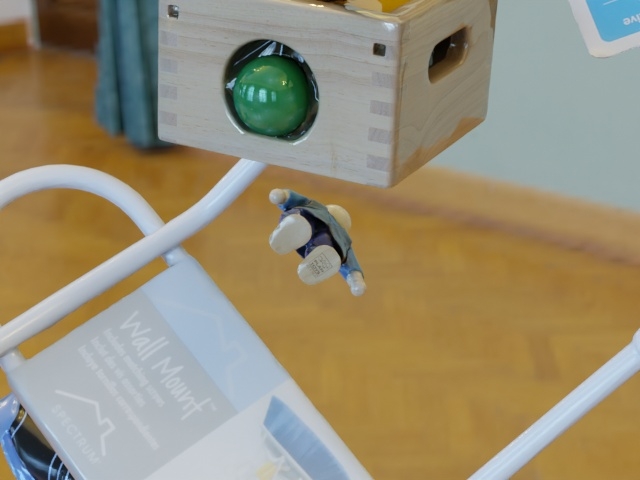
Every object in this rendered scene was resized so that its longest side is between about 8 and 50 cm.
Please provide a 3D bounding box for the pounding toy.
[{"bbox_3d":[0.007,-0.087,0.748,0.130,0.100,0.141,13,25,23],"label":"pounding toy"}]

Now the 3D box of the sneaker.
[{"bbox_3d":[-0.175,0.195,1.424,0.232,0.090,0.081,55,11,27],"label":"sneaker"}]

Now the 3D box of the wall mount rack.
[{"bbox_3d":[-0.011,0.056,0.848,0.304,0.350,0.130,-34,-14,-21],"label":"wall mount rack"}]

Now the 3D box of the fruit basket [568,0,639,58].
[{"bbox_3d":[0.242,-0.291,0.953,0.327,0.165,0.353,-17,56,3],"label":"fruit basket"}]

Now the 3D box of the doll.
[{"bbox_3d":[0.000,0.000,1.659,0.046,0.129,0.189,-42,2,11],"label":"doll"}]
